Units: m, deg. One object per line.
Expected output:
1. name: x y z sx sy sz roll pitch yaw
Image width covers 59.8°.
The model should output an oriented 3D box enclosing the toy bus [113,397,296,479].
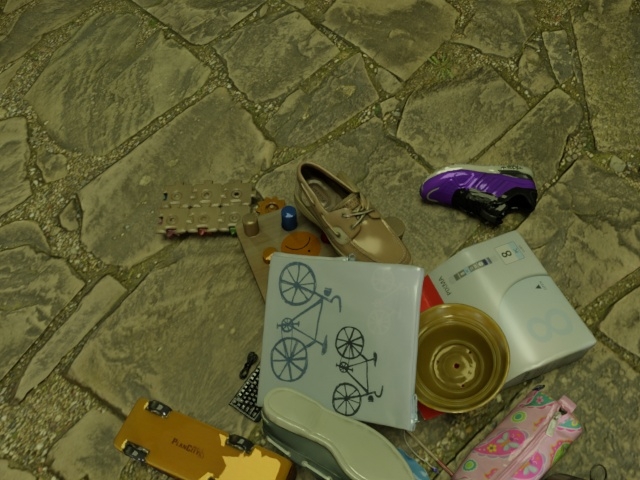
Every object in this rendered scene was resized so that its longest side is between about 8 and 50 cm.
1. toy bus: -0.219 0.417 1.066 0.332 0.130 0.108 17 60 15

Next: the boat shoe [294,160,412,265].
1. boat shoe: 0.061 -0.048 1.216 0.121 0.110 0.341 -39 63 -23

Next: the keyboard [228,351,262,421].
1. keyboard: -0.127 0.291 1.208 0.108 0.023 0.180 27 62 21

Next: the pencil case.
1. pencil case: 0.362 0.403 1.038 0.284 0.124 0.124 -37 61 -18

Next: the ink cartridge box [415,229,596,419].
1. ink cartridge box: 0.336 0.171 1.213 0.384 0.091 0.308 -18 57 -9

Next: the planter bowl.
1. planter bowl: 0.269 0.242 1.118 0.217 0.090 0.217 -9 61 17

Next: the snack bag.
1. snack bag: 0.038 0.187 1.106 0.342 0.037 0.324 2 82 22

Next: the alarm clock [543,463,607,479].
1. alarm clock: 0.452 0.474 0.995 0.192 0.064 0.129 -37 94 -19

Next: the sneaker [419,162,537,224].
1. sneaker: 0.399 -0.108 1.386 0.292 0.102 0.146 -3 57 2

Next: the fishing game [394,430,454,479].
1. fishing game: 0.123 0.462 1.034 0.264 0.041 0.189 -30 57 -32

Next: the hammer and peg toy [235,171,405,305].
1. hammer and peg toy: 0.000 0.000 1.331 0.360 0.127 0.266 -20 57 -13

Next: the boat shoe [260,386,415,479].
1. boat shoe: 0.025 0.392 1.029 0.319 0.099 0.116 28 32 17

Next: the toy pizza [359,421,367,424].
1. toy pizza: -0.003 0.359 1.147 0.201 0.032 0.202 -2 57 3

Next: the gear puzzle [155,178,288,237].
1. gear puzzle: -0.251 -0.081 1.459 0.338 0.044 0.176 -2 55 0
